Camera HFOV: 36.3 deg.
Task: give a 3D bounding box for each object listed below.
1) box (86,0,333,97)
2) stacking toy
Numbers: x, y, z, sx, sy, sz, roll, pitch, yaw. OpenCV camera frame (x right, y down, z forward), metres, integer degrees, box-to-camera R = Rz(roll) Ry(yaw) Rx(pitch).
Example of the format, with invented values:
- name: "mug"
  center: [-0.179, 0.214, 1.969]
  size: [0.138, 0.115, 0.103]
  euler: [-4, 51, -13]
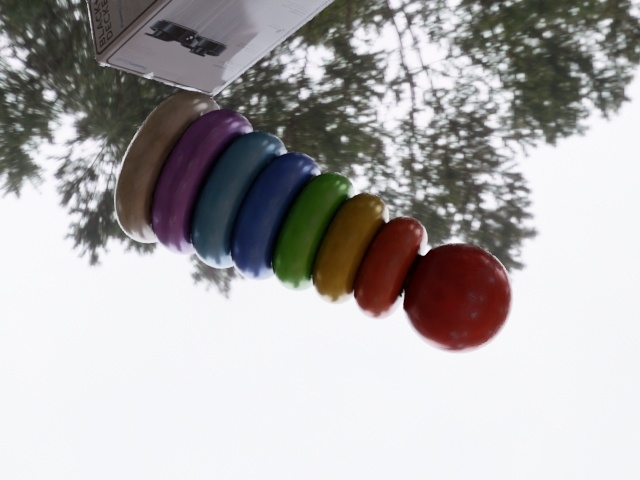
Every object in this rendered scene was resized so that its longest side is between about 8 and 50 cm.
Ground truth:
- name: "box"
  center: [-0.092, -0.272, 1.014]
  size: [0.169, 0.290, 0.087]
  euler: [9, -121, -45]
- name: "stacking toy"
  center: [0.000, 0.000, 0.808]
  size: [0.330, 0.141, 0.141]
  euler: [26, -90, 14]
